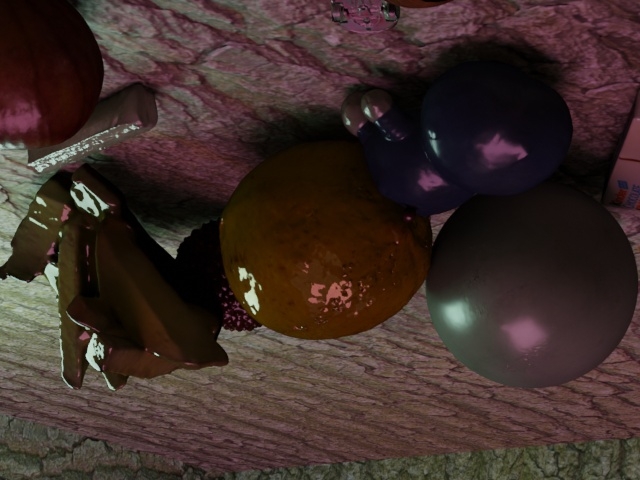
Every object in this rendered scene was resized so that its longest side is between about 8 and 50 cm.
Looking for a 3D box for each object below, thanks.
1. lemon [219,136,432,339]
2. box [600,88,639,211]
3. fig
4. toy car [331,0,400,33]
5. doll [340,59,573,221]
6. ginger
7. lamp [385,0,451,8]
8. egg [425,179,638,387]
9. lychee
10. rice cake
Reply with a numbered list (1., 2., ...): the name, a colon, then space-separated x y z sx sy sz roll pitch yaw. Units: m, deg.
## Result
1. lemon: 0.000 0.000 1.767 0.258 0.257 0.310 22 149 -38
2. box: 0.494 -0.087 1.680 0.265 0.048 0.273 11 161 6
3. fig: -0.328 -0.190 1.450 0.205 0.205 0.205 4 160 2
4. toy car: 0.039 -0.261 1.342 0.069 0.055 0.142 0 146 12
5. doll: 0.165 -0.122 1.585 0.228 0.154 0.258 28 143 -30
6. ginger: -0.339 0.086 1.981 0.413 0.211 0.358 3 134 51
7. lamp: 0.085 -0.270 1.197 0.136 0.136 0.136 4 160 2
8. egg: 0.277 0.056 1.806 0.276 0.276 0.389 2 180 9
9. lychee: -0.130 0.047 2.064 0.188 0.188 0.188 4 160 2
10. rice cake: -0.297 -0.139 1.758 0.052 0.057 0.256 0 169 -44
